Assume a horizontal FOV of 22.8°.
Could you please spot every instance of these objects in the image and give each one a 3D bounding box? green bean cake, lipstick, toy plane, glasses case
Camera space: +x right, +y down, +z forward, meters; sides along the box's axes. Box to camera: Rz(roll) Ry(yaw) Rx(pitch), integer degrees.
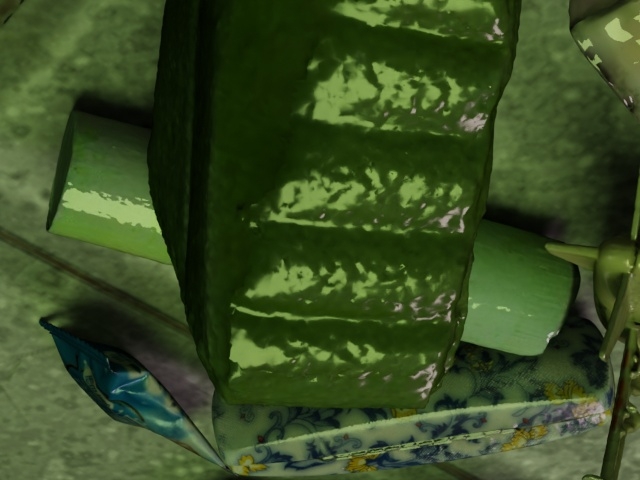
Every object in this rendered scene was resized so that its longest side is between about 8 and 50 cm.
[{"bbox_3d":[-0.001,-0.068,0.718,0.125,0.222,0.248,2,114,-14],"label":"green bean cake"},{"bbox_3d":[0.000,0.000,0.897,0.304,0.076,0.076,14,131,-16],"label":"lipstick"},{"bbox_3d":[0.187,0.032,0.884,0.092,0.229,0.244,9,170,25],"label":"toy plane"},{"bbox_3d":[0.056,0.095,0.981,0.248,0.087,0.065,-10,128,5],"label":"glasses case"}]

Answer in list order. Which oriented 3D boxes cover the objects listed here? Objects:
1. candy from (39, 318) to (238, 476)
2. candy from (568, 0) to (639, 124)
[{"bbox_3d":[-0.113,0.098,0.994,0.088,0.038,0.136,15,155,49],"label":"candy"},{"bbox_3d":[0.219,-0.088,0.768,0.115,0.155,0.265,-27,128,28],"label":"candy"}]
